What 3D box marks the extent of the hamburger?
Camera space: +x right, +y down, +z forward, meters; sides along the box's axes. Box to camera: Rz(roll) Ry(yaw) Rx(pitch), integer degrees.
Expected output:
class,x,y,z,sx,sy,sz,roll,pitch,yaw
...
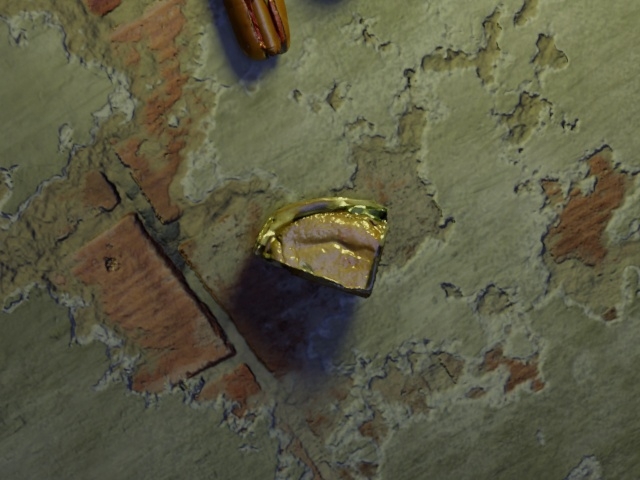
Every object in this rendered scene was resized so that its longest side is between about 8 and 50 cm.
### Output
class,x,y,z,sx,sy,sz,roll,pitch,yaw
hamburger,0.000,0.000,1.972,0.208,0.135,0.155,11,85,0

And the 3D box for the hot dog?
class,x,y,z,sx,sy,sz,roll,pitch,yaw
hot dog,-0.112,-0.388,1.876,0.092,0.062,0.235,-23,106,-2
